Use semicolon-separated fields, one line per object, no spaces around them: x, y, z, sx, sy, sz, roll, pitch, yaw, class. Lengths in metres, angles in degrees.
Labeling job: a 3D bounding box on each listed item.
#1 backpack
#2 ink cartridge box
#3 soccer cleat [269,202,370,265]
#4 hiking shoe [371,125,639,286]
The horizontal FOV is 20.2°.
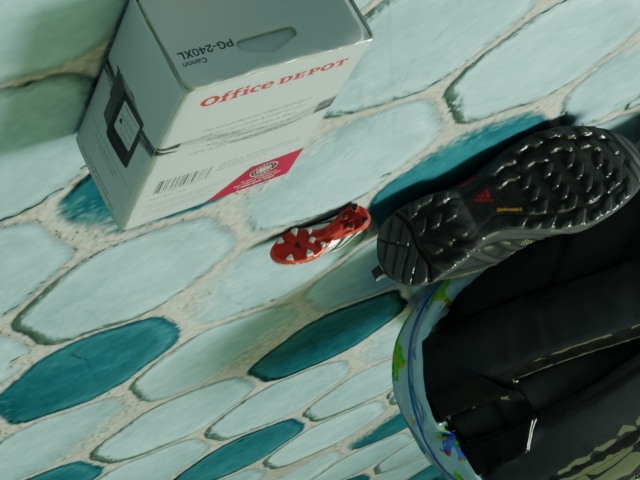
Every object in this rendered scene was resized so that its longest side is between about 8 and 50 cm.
0.237;0.088;1.537;0.355;0.290;0.273;-31;-174;-20;backpack
-0.053;-0.078;0.926;0.109;0.063;0.150;-19;162;-27;ink cartridge box
0.000;0.000;1.333;0.083;0.029;0.035;-28;161;-18;soccer cleat
0.143;-0.027;1.425;0.227;0.086;0.114;-20;177;-8;hiking shoe
